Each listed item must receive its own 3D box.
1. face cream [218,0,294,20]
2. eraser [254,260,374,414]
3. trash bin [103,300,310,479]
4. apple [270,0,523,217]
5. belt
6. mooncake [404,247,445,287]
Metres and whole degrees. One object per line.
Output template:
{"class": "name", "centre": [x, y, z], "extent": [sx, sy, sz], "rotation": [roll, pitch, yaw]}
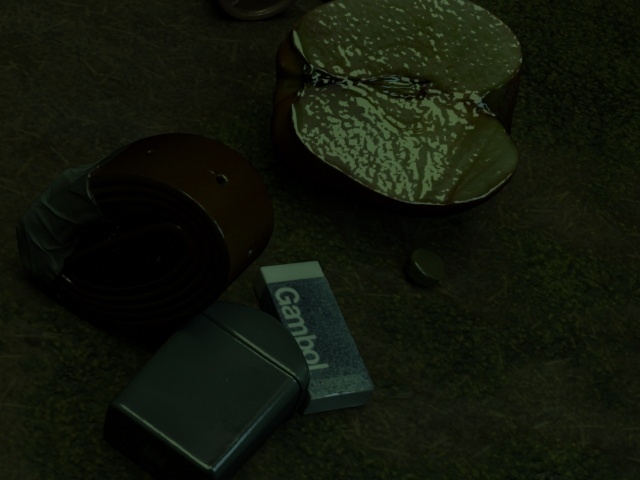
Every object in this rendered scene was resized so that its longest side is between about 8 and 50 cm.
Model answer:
{"class": "face cream", "centre": [-0.106, -0.433, 2.228], "extent": [0.149, 0.149, 0.104], "rotation": [-6, 53, -24]}
{"class": "eraser", "centre": [-0.011, 0.124, 1.841], "extent": [0.092, 0.046, 0.212], "rotation": [-6, 52, -24]}
{"class": "trash bin", "centre": [-0.128, 0.184, 1.713], "extent": [0.177, 0.101, 0.236], "rotation": [35, 50, 10]}
{"class": "apple", "centre": [0.113, -0.194, 2.012], "extent": [0.365, 0.295, 0.329], "rotation": [5, 22, -12]}
{"class": "belt", "centre": [-0.217, -0.008, 1.719], "extent": [0.122, 0.338, 0.217], "rotation": [-48, 116, -45]}
{"class": "mooncake", "centre": [0.004, -0.011, 1.960], "extent": [0.347, 0.057, 0.150], "rotation": [28, 34, 9]}
